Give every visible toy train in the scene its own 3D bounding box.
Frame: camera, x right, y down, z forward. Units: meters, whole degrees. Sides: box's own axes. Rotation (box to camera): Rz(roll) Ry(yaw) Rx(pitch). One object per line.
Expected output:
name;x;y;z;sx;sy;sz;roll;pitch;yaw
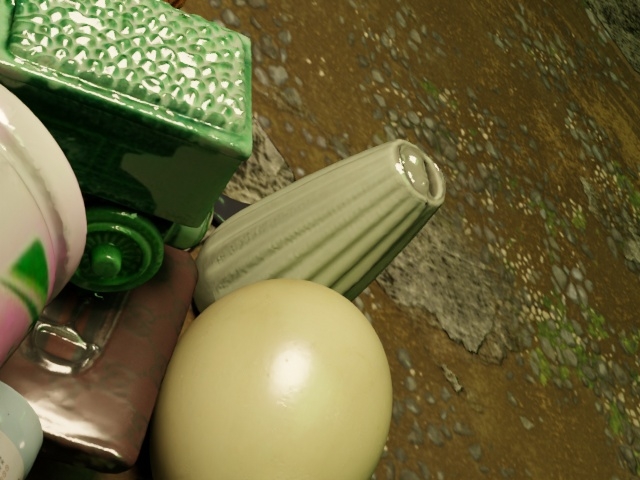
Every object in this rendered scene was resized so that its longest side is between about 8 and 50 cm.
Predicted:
toy train;-0.186;-0.080;1.018;0.266;0.202;0.145;18;41;-21

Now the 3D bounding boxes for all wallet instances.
wallet;-0.197;0.063;1.067;0.182;0.049;0.229;20;43;-7

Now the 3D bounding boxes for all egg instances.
egg;-0.040;0.140;1.117;0.186;0.186;0.241;40;54;-22

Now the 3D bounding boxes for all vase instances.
vase;0.000;0.000;1.228;0.128;0.248;0.128;31;40;-31

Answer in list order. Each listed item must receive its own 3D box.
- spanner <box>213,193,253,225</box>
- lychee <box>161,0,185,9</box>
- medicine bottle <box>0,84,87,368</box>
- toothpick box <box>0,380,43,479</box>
spanner;-0.135;-0.056;1.315;0.316;0.024;0.087;35;44;-28
lychee;-0.225;-0.225;1.168;0.236;0.236;0.271;24;75;-38
medicine bottle;-0.299;0.051;0.820;0.212;0.212;0.325;46;42;-14
toothpick box;-0.250;0.169;0.909;0.101;0.101;0.153;41;36;-21
